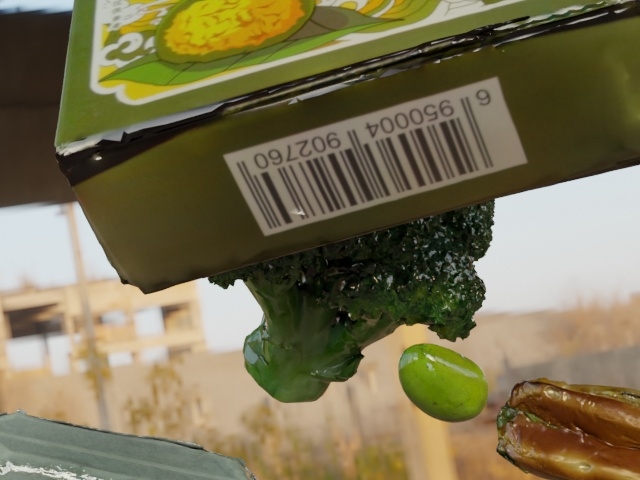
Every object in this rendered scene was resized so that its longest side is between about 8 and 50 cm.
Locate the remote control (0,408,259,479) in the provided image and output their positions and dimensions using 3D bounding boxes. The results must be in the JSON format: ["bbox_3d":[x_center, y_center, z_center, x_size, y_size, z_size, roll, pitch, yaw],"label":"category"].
[{"bbox_3d":[-0.167,0.189,1.336,0.247,0.052,0.104,11,19,-7],"label":"remote control"}]

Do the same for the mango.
[{"bbox_3d":[0.123,0.144,1.707,0.073,0.108,0.056,-39,24,18],"label":"mango"}]

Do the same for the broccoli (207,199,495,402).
[{"bbox_3d":[0.000,0.000,1.268,0.254,0.269,0.269,17,-7,1],"label":"broccoli"}]

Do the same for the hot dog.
[{"bbox_3d":[0.303,0.202,1.645,0.269,0.115,0.072,17,2,18],"label":"hot dog"}]

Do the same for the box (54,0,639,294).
[{"bbox_3d":[0.027,-0.183,1.136,0.373,0.420,0.138,-15,-50,10],"label":"box"}]
